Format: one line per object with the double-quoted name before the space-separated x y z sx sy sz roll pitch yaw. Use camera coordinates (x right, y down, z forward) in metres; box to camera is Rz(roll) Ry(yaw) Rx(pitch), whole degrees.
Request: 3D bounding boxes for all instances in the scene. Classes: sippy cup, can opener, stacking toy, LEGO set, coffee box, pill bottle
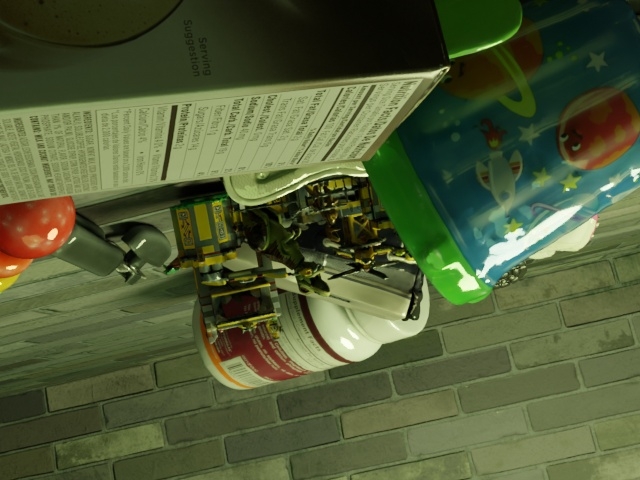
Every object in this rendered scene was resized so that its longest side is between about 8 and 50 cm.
"sippy cup" 0.165 -0.095 0.657 0.224 0.240 0.305 -26 -173 16
"can opener" -0.276 -0.002 0.993 0.093 0.074 0.280 -47 167 0
"stacking toy" -0.381 0.017 0.845 0.330 0.141 0.141 -28 162 31
"LEGO set" -0.025 0.028 0.921 0.331 0.192 0.255 -12 -173 -20
"coffee box" -0.111 -0.116 0.365 0.297 0.168 0.119 -9 168 -16
"pill bottle" -0.020 0.122 1.402 0.392 0.224 0.224 -21 165 33

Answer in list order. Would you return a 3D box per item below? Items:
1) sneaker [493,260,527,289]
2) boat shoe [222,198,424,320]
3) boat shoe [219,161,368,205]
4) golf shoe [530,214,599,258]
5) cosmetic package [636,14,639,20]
"sneaker" 0.232 -0.038 1.234 0.107 0.124 0.283 -24 140 14
"boat shoe" 0.000 0.000 1.162 0.340 0.158 0.127 18 167 -7
"boat shoe" 0.004 -0.104 0.803 0.233 0.084 0.079 -16 -153 -14
"golf shoe" 0.392 -0.022 1.427 0.140 0.115 0.306 -6 166 -11
"cosmetic package" 0.299 -0.122 0.877 0.160 0.113 0.309 -6 165 -27
